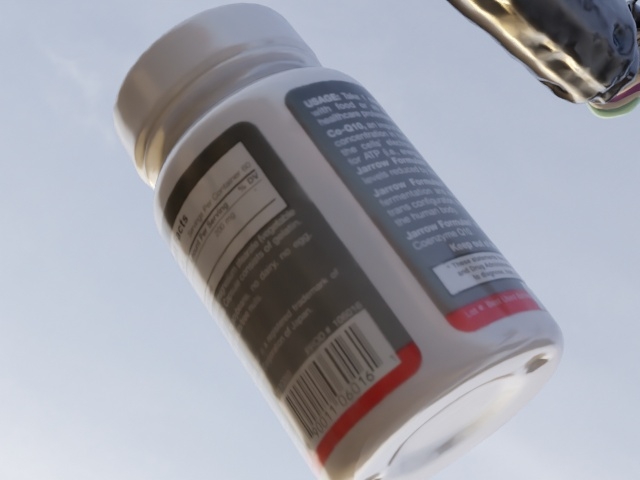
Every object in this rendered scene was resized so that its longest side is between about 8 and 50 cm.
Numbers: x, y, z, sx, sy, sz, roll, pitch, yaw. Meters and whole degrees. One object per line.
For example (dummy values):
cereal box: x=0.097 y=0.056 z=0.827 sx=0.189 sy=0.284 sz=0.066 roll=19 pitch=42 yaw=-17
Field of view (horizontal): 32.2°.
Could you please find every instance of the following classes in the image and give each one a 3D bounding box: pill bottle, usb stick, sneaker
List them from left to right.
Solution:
pill bottle: x=0.000 y=0.000 z=0.669 sx=0.283 sy=0.161 sz=0.161 roll=54 pitch=-50 yaw=25
usb stick: x=0.009 y=-0.131 z=0.337 sx=0.045 sy=0.077 sz=0.278 roll=-41 pitch=-50 yaw=22
sneaker: x=0.186 y=-0.110 z=0.599 sx=0.098 sy=0.038 sz=0.069 roll=-19 pitch=-56 yaw=11
